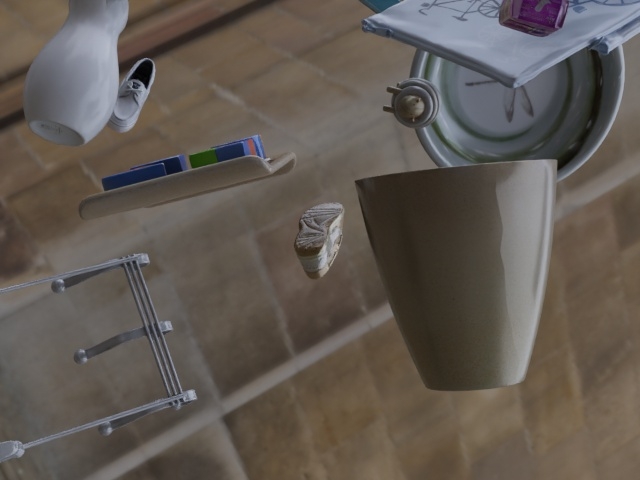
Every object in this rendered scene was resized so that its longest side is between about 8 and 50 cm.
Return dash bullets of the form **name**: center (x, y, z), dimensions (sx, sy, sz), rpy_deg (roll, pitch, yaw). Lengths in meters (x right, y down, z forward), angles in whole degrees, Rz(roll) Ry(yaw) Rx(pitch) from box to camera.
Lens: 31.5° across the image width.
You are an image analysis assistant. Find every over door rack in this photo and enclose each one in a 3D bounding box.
- **over door rack**: center (-0.352, 0.157, 1.574), dimensions (0.108, 0.324, 0.240), rpy_deg (-33, -106, 46)

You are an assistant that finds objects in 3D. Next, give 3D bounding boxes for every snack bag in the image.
- **snack bag**: center (0.280, -0.317, 1.582), dimensions (0.323, 0.342, 0.037), rpy_deg (32, -36, 44)

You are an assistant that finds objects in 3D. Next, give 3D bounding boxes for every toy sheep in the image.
- **toy sheep**: center (0.155, -0.224, 1.846), dimensions (0.091, 0.091, 0.132), rpy_deg (63, 26, -7)

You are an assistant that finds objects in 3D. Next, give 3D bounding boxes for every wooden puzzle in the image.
- **wooden puzzle**: center (-0.220, -0.116, 1.947), dimensions (0.348, 0.322, 0.081), rpy_deg (-32, 108, -82)

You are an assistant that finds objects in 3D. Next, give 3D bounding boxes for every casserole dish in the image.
- **casserole dish**: center (0.070, -0.395, 1.792), dimensions (0.188, 0.037, 0.114), rpy_deg (28, 12, -34)

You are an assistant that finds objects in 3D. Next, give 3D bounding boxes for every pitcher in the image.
- **pitcher**: center (-0.341, -0.233, 1.609), dimensions (0.178, 0.125, 0.207), rpy_deg (119, -14, -70)

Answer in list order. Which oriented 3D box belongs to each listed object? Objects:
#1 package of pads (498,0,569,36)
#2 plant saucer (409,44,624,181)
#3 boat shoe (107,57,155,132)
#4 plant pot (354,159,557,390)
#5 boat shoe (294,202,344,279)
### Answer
- **package of pads**: center (0.191, -0.206, 1.027), dimensions (0.083, 0.050, 0.032), rpy_deg (-77, -178, -84)
- **plant saucer**: center (0.339, -0.284, 2.028), dimensions (0.100, 0.400, 0.401), rpy_deg (-126, -167, -68)
- **boat shoe**: center (-0.347, -0.272, 2.102), dimensions (0.066, 0.184, 0.063), rpy_deg (31, -49, -6)
- **plant pot**: center (0.182, 0.046, 1.445), dimensions (0.256, 0.256, 0.274), rpy_deg (178, -93, -71)
- **boat shoe**: center (0.000, 0.000, 1.622), dimensions (0.170, 0.063, 0.059), rpy_deg (-62, 145, -59)
